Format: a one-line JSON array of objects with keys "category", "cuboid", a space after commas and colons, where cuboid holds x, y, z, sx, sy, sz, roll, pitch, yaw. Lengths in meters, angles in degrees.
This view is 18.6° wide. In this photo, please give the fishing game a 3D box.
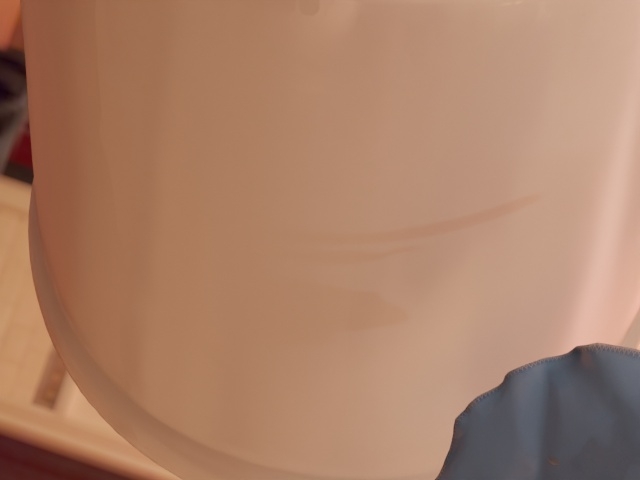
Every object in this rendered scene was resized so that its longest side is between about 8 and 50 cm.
[{"category": "fishing game", "cuboid": [0.119, 0.133, 0.758, 0.041, 0.189, 0.264, -2, 140, -47]}]

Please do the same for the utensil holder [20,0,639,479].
[{"category": "utensil holder", "cuboid": [0.024, -0.103, 0.869, 0.385, 0.327, 0.328, 97, 9, -56]}]
